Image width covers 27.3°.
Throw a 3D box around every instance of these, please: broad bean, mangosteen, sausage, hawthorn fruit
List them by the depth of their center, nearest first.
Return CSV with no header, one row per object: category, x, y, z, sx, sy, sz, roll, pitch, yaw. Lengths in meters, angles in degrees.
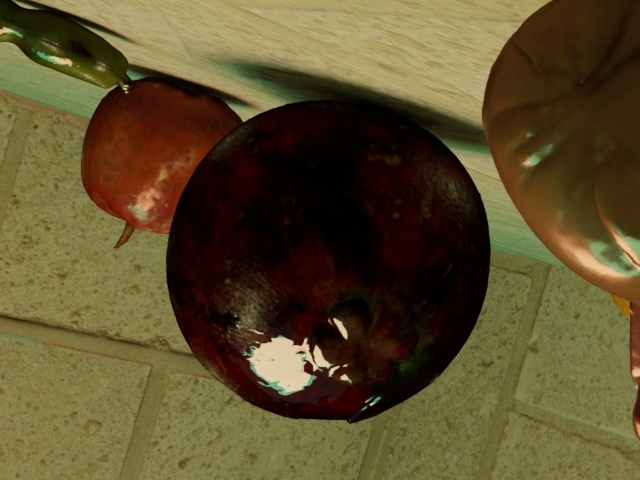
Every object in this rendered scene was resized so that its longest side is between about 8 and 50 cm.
sausage,0.176,-0.020,0.559,0.121,0.121,0.304,16,180,37
broad bean,-0.244,-0.178,1.145,0.213,0.048,0.070,21,178,-40
mangosteen,0.008,0.012,1.173,0.311,0.311,0.311,17,180,0
hawthorn fruit,-0.180,-0.078,1.461,0.179,0.200,0.179,21,175,2

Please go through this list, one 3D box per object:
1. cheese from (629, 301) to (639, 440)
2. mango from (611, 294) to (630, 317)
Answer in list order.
cheese,0.270,0.021,0.847,0.128,0.203,0.177,19,153,47
mango,0.398,0.043,1.212,0.316,0.119,0.176,8,178,-5
